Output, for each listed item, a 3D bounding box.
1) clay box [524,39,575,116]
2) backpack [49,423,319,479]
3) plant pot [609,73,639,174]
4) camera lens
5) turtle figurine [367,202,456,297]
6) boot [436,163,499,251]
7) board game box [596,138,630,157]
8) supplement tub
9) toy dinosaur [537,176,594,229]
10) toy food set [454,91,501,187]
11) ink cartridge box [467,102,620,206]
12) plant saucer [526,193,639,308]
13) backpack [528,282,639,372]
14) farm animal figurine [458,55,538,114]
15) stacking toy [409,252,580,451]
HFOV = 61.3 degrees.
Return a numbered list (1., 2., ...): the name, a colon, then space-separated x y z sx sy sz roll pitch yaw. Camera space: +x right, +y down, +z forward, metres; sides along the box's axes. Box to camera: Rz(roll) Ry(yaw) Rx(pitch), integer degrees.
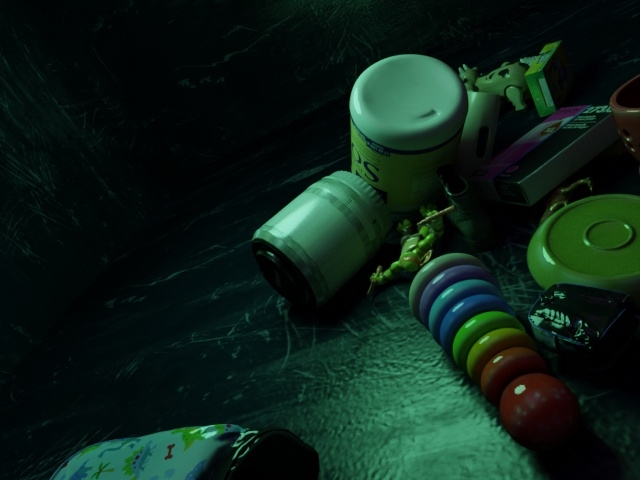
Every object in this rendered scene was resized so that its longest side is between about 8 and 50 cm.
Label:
1. clay box: 0.627 -0.445 1.458 0.053 0.127 0.222 -5 35 46
2. backpack: -0.216 0.387 0.709 0.355 0.273 0.290 -30 26 37
3. plant pot: 0.607 -0.193 0.898 0.191 0.174 0.191 -28 23 13
4. camera lens: 0.000 0.000 1.218 0.274 0.219 0.219 -42 25 -23
5. turtle figurine: 0.204 0.003 1.106 0.269 0.087 0.217 -53 2 32
6. boot: 0.287 -0.094 1.122 0.083 0.161 0.246 -28 23 7
7. board game box: 0.568 -0.219 1.193 0.259 0.039 0.124 3 41 50
8. supplement tub: 0.187 -0.213 1.210 0.241 0.331 0.241 -2 60 3
9. toy dinosaur: 0.458 -0.085 1.016 0.112 0.064 0.211 -11 30 44
10. toy food set: 0.342 -0.265 1.373 0.092 0.220 0.306 1 16 -18
11. ink cartridge box: 0.497 -0.201 1.110 0.371 0.069 0.176 -34 18 -10
12. plant saucer: 0.438 0.002 0.821 0.241 0.037 0.241 -18 37 14
13. backpack: 0.344 0.115 0.719 0.105 0.084 0.114 -40 29 -20
14. farm animal figurine: 0.466 -0.429 1.571 0.326 0.172 0.330 -15 28 35
15. stacking toy: 0.237 0.146 0.745 0.141 0.141 0.330 -30 26 4
